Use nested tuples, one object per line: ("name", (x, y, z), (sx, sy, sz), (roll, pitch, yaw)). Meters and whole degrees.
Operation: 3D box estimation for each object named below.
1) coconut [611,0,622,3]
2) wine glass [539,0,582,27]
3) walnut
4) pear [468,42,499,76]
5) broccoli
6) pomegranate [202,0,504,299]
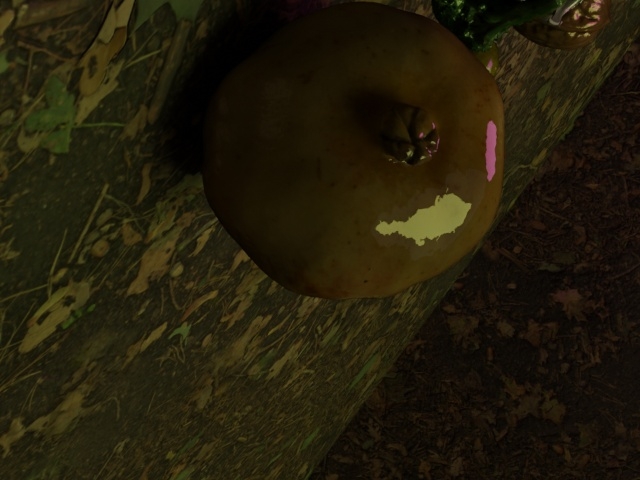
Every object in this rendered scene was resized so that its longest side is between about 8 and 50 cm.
("coconut", (0.634, -0.638, 1.939), (0.259, 0.259, 0.259), (-45, 161, -20))
("wine glass", (0.372, -0.489, 1.593), (0.165, 0.196, 0.165), (-47, 164, -17))
("walnut", (0.487, -0.484, 1.863), (0.213, 0.213, 0.213), (-45, 161, -20))
("pear", (0.304, -0.351, 1.847), (0.131, 0.107, 0.107), (-61, 162, 4))
("broccoli", (0.281, -0.436, 1.412), (0.265, 0.245, 0.295), (-5, 107, -38))
("pomegranate", (0.056, -0.115, 1.205), (0.411, 0.411, 0.411), (-45, 161, -20))
